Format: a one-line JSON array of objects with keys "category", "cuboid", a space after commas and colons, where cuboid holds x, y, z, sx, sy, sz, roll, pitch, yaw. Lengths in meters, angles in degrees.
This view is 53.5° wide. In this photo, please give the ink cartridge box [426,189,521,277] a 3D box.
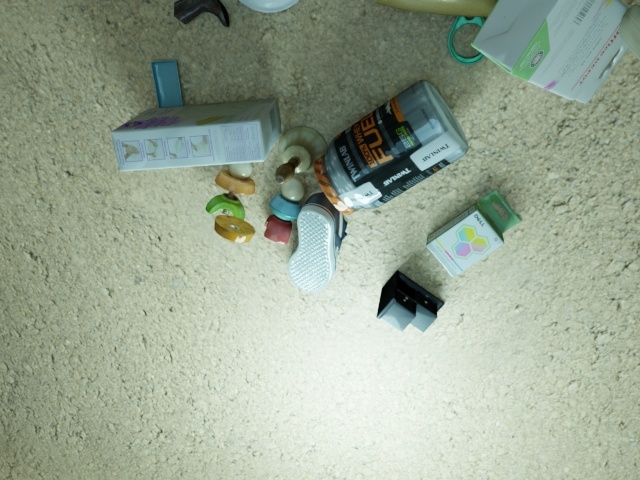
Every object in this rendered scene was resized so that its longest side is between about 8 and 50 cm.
[{"category": "ink cartridge box", "cuboid": [0.372, -0.016, 1.542, 0.209, 0.062, 0.109, -37, 101, 22]}]

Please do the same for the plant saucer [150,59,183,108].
[{"category": "plant saucer", "cuboid": [-0.369, -0.346, 1.567, 0.067, 0.018, 0.192, 0, 114, 11]}]

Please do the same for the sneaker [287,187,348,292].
[{"category": "sneaker", "cuboid": [0.000, 0.000, 1.597, 0.126, 0.127, 0.321, 22, 140, 7]}]

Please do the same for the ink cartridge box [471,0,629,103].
[{"category": "ink cartridge box", "cuboid": [0.481, -0.410, 1.261, 0.119, 0.353, 0.207, 49, 120, 33]}]

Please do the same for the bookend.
[{"category": "bookend", "cuboid": [0.229, 0.175, 1.599, 0.156, 0.157, 0.072, 35, 115, -4]}]

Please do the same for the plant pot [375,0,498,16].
[{"category": "plant pot", "cuboid": [0.267, -0.541, 1.242, 0.254, 0.237, 0.237, 20, 115, 1]}]

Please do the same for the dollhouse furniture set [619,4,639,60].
[{"category": "dollhouse furniture set", "cuboid": [0.786, -0.519, 1.145, 0.362, 0.256, 0.394, 3, 135, -10]}]

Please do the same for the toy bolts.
[{"category": "toy bolts", "cuboid": [-0.146, -0.094, 1.546, 0.229, 0.218, 0.158, 17, 110, -17]}]

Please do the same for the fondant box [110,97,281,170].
[{"category": "fondant box", "cuboid": [-0.273, -0.246, 1.456, 0.330, 0.238, 0.096, -4, 113, 8]}]

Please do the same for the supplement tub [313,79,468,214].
[{"category": "supplement tub", "cuboid": [0.153, -0.199, 1.433, 0.316, 0.193, 0.193, -32, 104, 21]}]

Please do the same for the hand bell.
[{"category": "hand bell", "cuboid": [-0.063, -0.175, 1.457, 0.126, 0.242, 0.126, 4, 113, 9]}]

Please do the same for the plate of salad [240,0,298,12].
[{"category": "plate of salad", "cuboid": [-0.115, -0.604, 1.387, 0.200, 0.048, 0.199, -4, 112, -9]}]

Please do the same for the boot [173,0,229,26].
[{"category": "boot", "cuboid": [-0.276, -0.519, 1.463, 0.114, 0.037, 0.106, -22, 94, 15]}]

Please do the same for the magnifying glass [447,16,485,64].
[{"category": "magnifying glass", "cuboid": [0.321, -0.496, 1.365, 0.092, 0.026, 0.231, 2, 111, 14]}]
